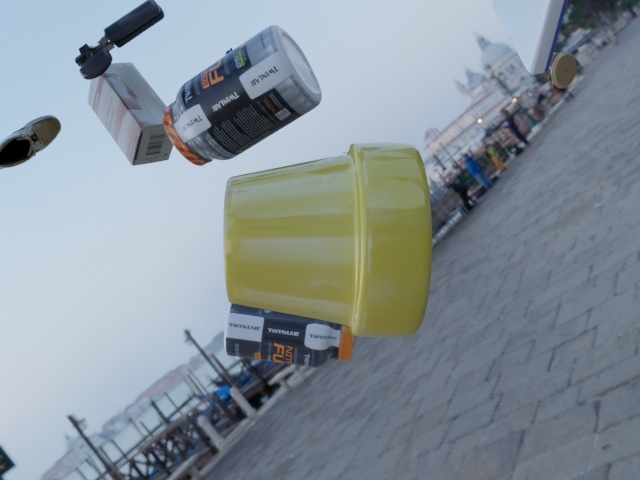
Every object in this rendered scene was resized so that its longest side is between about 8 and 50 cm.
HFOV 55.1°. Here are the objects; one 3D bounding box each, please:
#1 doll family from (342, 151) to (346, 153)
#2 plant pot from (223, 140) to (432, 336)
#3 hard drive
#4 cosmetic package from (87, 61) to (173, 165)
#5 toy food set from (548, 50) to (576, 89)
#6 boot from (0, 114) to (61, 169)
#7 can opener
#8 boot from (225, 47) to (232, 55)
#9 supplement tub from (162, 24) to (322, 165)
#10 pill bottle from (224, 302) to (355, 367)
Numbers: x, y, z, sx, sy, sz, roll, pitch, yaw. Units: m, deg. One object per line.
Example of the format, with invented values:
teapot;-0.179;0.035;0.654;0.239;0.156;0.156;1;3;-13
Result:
doll family;0.104;-0.132;1.372;0.118;0.262;0.163;-91;6;-47
plant pot;0.000;0.000;0.798;0.238;0.254;0.254;-1;-4;-3
hard drive;0.356;-0.466;1.015;0.040;0.210;0.319;-13;-31;0
cosmetic package;-0.559;-0.378;1.818;0.129;0.296;0.153;-17;-33;-41
toy food set;0.545;-0.383;1.384;0.083;0.083;0.020;-15;22;-26
boot;-0.734;-0.248;1.542;0.213;0.077;0.165;-41;25;-24
can opener;-0.545;-0.543;1.685;0.283;0.095;0.076;-32;-2;5
boot;-0.233;-0.524;1.844;0.099;0.121;0.045;1;-32;-25
supplement tub;-0.172;-0.301;1.326;0.315;0.194;0.193;-28;2;18
pill bottle;-0.055;0.175;1.195;0.130;0.245;0.131;7;-90;-88
